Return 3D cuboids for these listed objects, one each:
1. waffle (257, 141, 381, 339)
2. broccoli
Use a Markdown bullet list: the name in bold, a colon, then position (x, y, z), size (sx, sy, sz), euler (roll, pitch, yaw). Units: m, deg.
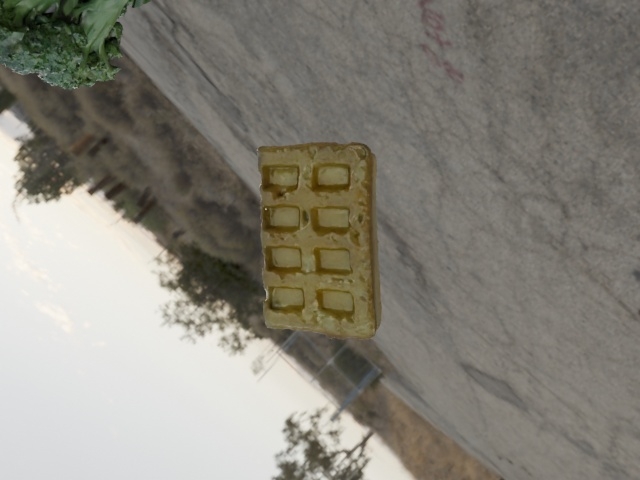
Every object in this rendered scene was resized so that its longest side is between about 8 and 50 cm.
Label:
- **waffle**: position (0.000, 0.000, 0.928), size (0.168, 0.274, 0.057), euler (1, -170, 21)
- **broccoli**: position (-0.251, -0.290, 0.668), size (0.270, 0.270, 0.270), euler (4, 164, 15)
